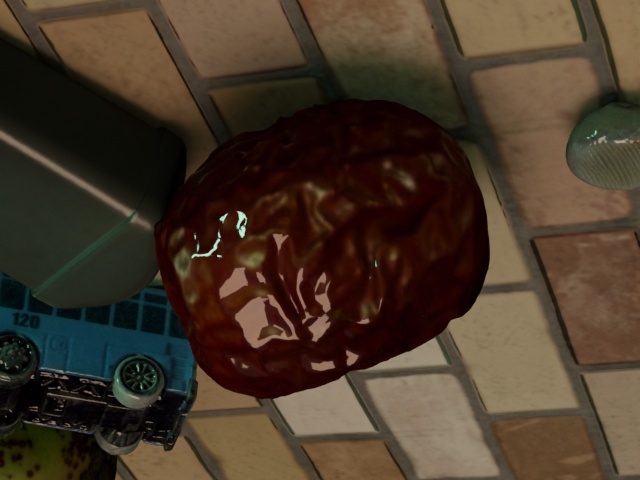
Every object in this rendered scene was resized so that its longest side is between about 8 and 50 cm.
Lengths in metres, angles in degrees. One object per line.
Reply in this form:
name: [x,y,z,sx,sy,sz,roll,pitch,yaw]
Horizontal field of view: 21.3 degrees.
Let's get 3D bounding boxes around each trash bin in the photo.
trash bin: [-0.220,-0.048,1.320,0.236,0.101,0.177,31,140,-24]

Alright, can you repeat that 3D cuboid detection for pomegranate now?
pomegranate: [-0.286,0.242,1.577,0.204,0.276,0.222,-26,166,38]

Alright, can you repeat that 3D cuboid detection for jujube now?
jujube: [0.000,0.000,1.244,0.232,0.213,0.213,-20,143,-9]

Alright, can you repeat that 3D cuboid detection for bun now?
bun: [0.219,-0.070,1.238,0.083,0.045,0.083,8,145,6]

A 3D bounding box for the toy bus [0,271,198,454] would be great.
toy bus: [-0.228,0.095,1.480,0.234,0.133,0.116,12,145,-12]
